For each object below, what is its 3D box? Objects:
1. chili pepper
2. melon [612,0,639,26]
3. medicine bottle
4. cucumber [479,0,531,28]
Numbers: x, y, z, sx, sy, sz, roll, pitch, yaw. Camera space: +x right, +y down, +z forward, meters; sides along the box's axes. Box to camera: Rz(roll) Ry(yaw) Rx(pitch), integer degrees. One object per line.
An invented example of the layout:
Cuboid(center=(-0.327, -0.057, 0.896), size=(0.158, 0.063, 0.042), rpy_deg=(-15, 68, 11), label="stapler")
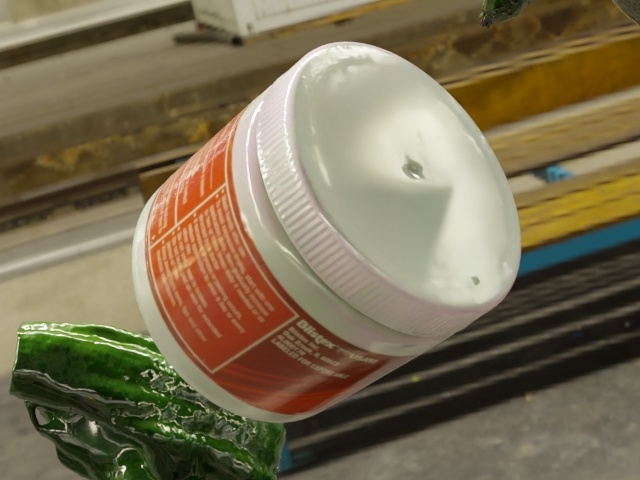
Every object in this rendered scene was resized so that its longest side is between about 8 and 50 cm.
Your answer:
Cuboid(center=(-0.216, 0.232, 1.423), size=(0.385, 0.213, 0.167), rpy_deg=(24, 15, -19), label="chili pepper")
Cuboid(center=(0.448, -0.352, 1.362), size=(0.237, 0.237, 0.302), rpy_deg=(-24, 63, -28), label="melon")
Cuboid(center=(0.000, 0.000, 0.979), size=(0.241, 0.252, 0.252), rpy_deg=(-37, 0, 41), label="medicine bottle")
Cuboid(center=(0.246, -0.327, 1.328), size=(0.069, 0.069, 0.227), rpy_deg=(-29, -17, -40), label="cucumber")
